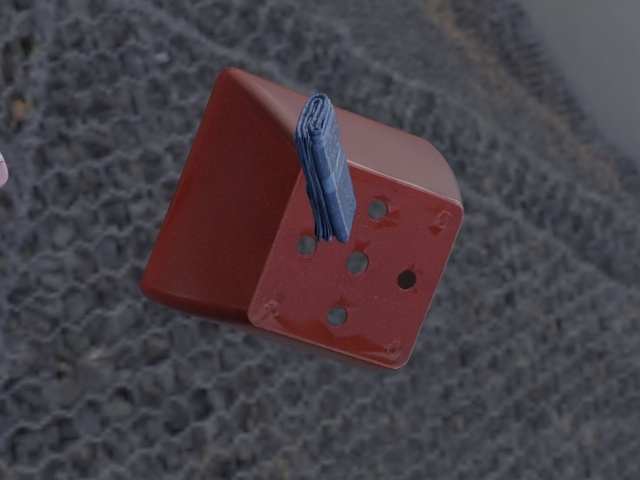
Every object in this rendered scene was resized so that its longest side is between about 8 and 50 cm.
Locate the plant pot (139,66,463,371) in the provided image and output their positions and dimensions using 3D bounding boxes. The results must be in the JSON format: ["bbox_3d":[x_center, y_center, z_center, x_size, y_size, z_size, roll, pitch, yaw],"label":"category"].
[{"bbox_3d":[0.000,0.000,1.747,0.267,0.236,0.267,19,96,-21],"label":"plant pot"}]

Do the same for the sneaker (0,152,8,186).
[{"bbox_3d":[-0.415,-0.117,2.043,0.051,0.070,0.134,-40,114,-25],"label":"sneaker"}]

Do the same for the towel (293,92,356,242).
[{"bbox_3d":[0.003,-0.060,1.426,0.067,0.029,0.119,-73,155,-49],"label":"towel"}]
